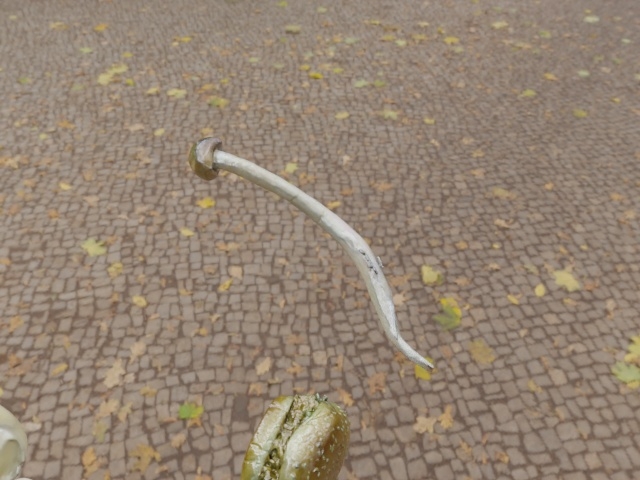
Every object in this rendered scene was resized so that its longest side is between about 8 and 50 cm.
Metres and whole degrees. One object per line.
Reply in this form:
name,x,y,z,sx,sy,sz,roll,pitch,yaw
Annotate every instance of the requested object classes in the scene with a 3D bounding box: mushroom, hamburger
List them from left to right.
hamburger,-0.034,0.356,0.910,0.122,0.190,0.215,12,38,23
mushroom,0.000,0.001,0.544,0.306,0.043,0.068,40,77,7

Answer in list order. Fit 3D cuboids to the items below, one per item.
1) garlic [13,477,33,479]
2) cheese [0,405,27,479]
garlic,-0.468,0.517,0.926,0.199,0.199,0.226,0,43,-2
cheese,-0.429,0.180,0.606,0.248,0.163,0.071,18,80,35
